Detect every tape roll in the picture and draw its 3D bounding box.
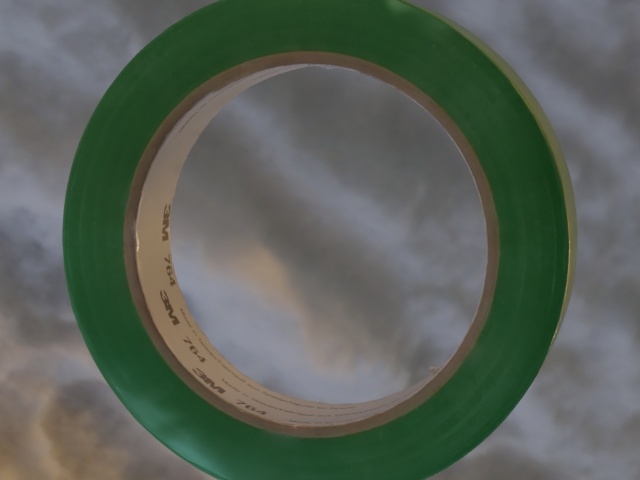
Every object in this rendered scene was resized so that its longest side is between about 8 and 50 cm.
[{"bbox_3d":[0.000,0.000,1.076,0.077,0.321,0.321,-19,125,-76],"label":"tape roll"}]
